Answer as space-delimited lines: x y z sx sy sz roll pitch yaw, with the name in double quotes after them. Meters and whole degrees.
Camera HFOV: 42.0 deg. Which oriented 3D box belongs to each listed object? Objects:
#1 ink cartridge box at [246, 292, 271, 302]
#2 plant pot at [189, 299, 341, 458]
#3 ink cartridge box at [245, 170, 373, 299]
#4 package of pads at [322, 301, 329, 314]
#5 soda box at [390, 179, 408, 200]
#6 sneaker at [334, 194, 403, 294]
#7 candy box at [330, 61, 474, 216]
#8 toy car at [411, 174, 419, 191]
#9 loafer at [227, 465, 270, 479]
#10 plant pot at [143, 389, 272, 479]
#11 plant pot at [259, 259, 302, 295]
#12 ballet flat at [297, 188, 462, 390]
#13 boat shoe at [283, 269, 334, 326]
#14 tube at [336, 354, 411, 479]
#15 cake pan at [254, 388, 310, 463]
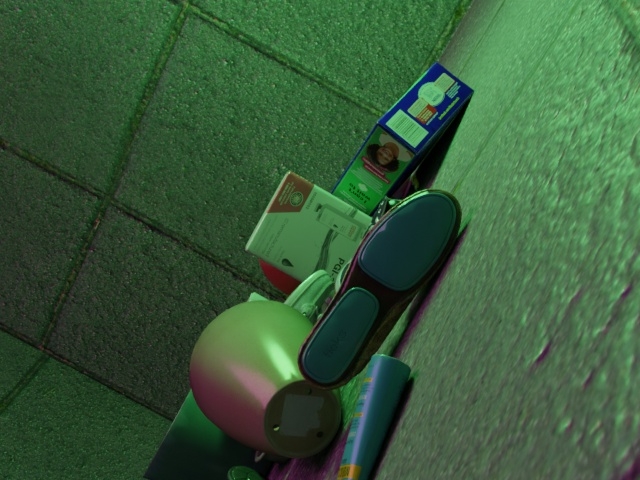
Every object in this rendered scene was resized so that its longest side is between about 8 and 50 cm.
-0.109 0.248 1.992 0.160 0.219 0.092 -61 3 8 "ink cartridge box"
-0.072 0.253 1.400 0.257 0.256 0.274 -61 20 -2 "plant pot"
0.000 0.000 1.882 0.207 0.283 0.117 -61 7 -1 "ink cartridge box"
-0.081 0.297 2.233 0.297 0.101 0.229 -61 4 -14 "package of pads"
0.176 -0.123 2.134 0.058 0.063 0.183 -58 5 41 "soda box"
0.113 0.019 1.538 0.153 0.099 0.282 -61 -1 30 "sneaker"
0.182 -0.218 1.929 0.268 0.122 0.317 -47 -6 -35 "candy box"
0.181 -0.093 1.904 0.041 0.060 0.122 -109 31 -42 "toy car"
-0.141 0.491 1.548 0.267 0.096 0.084 173 120 -84 "loafer"
-0.224 0.453 1.883 0.293 0.235 0.293 -61 2 4 "plant pot"
-0.007 0.020 2.229 0.275 0.274 0.243 -62 14 -14 "plant pot"
0.090 0.074 1.257 0.349 0.123 0.123 -55 3 -1 "ballet flat"
-0.055 0.209 1.744 0.320 0.103 0.118 -57 -13 -19 "boat shoe"
0.055 0.242 1.010 0.080 0.052 0.207 108 -177 -67 "tube"
-0.044 0.331 1.710 0.293 0.054 0.293 -61 3 6 "cake pan"
